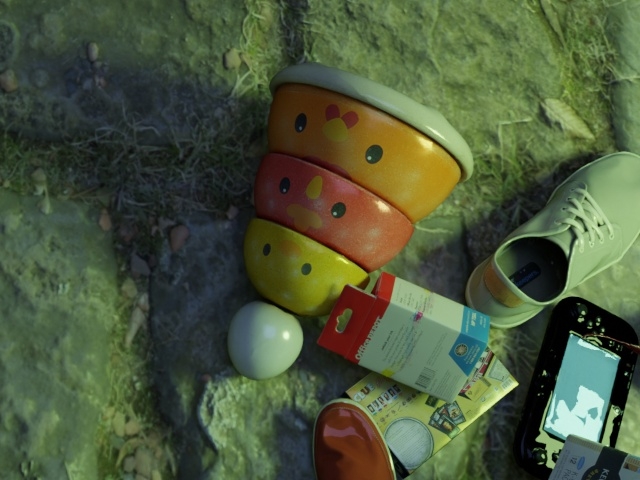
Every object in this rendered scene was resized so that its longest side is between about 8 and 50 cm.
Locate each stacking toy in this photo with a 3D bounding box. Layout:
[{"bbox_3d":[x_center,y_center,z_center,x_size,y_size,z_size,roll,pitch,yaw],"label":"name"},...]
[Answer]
[{"bbox_3d":[0.000,0.000,1.707,0.350,0.350,0.480,25,82,-2],"label":"stacking toy"}]

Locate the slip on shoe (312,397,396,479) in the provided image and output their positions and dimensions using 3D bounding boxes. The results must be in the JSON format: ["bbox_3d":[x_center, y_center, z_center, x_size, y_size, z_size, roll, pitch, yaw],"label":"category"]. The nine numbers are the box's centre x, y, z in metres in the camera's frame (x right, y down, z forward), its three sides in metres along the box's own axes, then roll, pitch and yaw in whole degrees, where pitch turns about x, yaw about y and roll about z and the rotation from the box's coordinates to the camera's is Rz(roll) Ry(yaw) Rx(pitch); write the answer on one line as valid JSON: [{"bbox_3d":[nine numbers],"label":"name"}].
[{"bbox_3d":[0.054,0.393,1.619,0.123,0.101,0.331,-9,69,6],"label":"slip on shoe"}]

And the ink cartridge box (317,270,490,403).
[{"bbox_3d":[0.127,0.140,1.675,0.231,0.134,0.078,24,32,-2],"label":"ink cartridge box"}]

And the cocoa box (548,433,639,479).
[{"bbox_3d":[0.417,0.491,1.524,0.228,0.231,0.347,15,71,42],"label":"cocoa box"}]

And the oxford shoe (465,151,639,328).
[{"bbox_3d":[0.431,-0.011,1.865,0.449,0.130,0.169,-36,78,-24],"label":"oxford shoe"}]

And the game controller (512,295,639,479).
[{"bbox_3d":[0.421,0.252,1.788,0.166,0.067,0.319,23,66,-3],"label":"game controller"}]

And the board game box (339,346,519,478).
[{"bbox_3d":[0.175,0.240,1.751,0.243,0.042,0.165,-34,79,-22],"label":"board game box"}]

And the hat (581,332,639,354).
[{"bbox_3d":[0.563,0.184,1.848,0.183,0.209,0.173,-3,36,26],"label":"hat"}]
